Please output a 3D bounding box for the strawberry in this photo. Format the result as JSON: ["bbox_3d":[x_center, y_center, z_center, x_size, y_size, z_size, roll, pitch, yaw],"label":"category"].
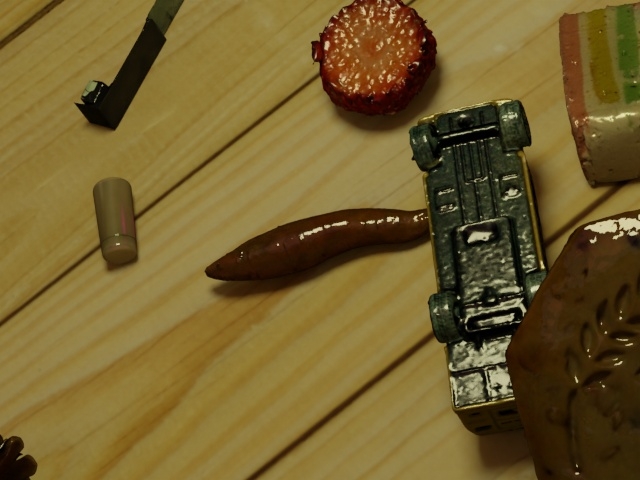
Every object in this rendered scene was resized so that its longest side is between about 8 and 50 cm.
[{"bbox_3d":[0.066,-0.203,1.708,0.145,0.086,0.145,-10,58,16],"label":"strawberry"}]

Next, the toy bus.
[{"bbox_3d":[0.172,0.021,1.520,0.121,0.123,0.335,-13,58,14],"label":"toy bus"}]

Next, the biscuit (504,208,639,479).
[{"bbox_3d":[0.340,0.128,1.351,0.359,0.046,0.359,0,91,10],"label":"biscuit"}]

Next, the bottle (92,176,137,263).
[{"bbox_3d":[-0.234,-0.022,1.742,0.045,0.045,0.096,-17,60,11],"label":"bottle"}]

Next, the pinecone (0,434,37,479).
[{"bbox_3d":[-0.381,0.259,1.563,0.212,0.168,0.185,-5,90,5],"label":"pinecone"}]

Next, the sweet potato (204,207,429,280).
[{"bbox_3d":[0.000,-0.001,1.639,0.265,0.057,0.057,-17,58,9],"label":"sweet potato"}]

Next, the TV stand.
[{"bbox_3d":[-0.217,-0.257,1.865,0.040,0.049,0.256,16,69,28],"label":"TV stand"}]

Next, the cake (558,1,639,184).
[{"bbox_3d":[0.309,-0.176,1.605,0.109,0.090,0.225,-13,58,18],"label":"cake"}]
